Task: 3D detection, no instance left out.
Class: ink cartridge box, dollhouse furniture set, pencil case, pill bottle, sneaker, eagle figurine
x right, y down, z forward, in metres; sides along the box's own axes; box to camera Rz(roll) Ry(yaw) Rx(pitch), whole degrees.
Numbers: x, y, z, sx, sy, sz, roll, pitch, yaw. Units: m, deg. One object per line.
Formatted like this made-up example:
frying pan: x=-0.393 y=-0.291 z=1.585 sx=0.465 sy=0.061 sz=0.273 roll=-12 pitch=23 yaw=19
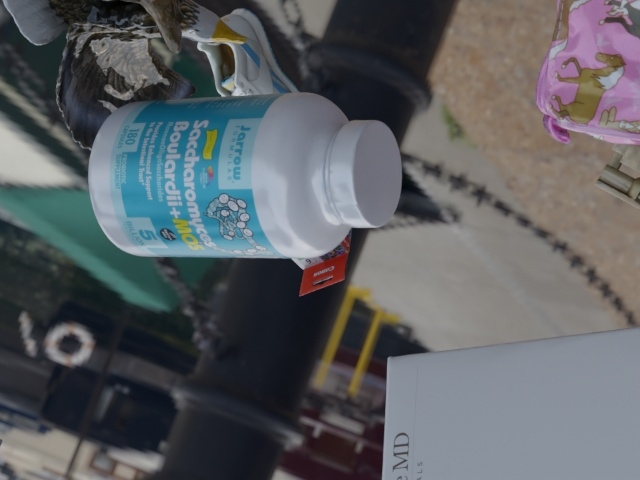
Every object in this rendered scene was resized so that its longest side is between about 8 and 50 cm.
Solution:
ink cartridge box: x=0.000 y=0.000 z=1.562 sx=0.063 sy=0.115 sz=0.029 roll=-22 pitch=131 yaw=29
dollhouse furniture set: x=0.444 y=-0.111 z=1.863 sx=0.123 sy=0.151 sz=0.144 roll=30 pitch=-159 yaw=12
pencil case: x=0.280 y=-0.268 z=1.246 sx=0.167 sy=0.386 sz=0.160 roll=14 pitch=-162 yaw=38
pill bottle: x=-0.064 y=-0.057 z=1.300 sx=0.264 sy=0.146 sz=0.146 roll=0 pitch=156 yaw=30
sneaker: x=-0.096 y=-0.217 z=2.114 sx=0.087 sy=0.092 sz=0.229 roll=-21 pitch=102 yaw=52
eagle figurine: x=-0.180 y=-0.217 z=1.383 sx=0.225 sy=0.226 sz=0.298 roll=48 pitch=164 yaw=-11

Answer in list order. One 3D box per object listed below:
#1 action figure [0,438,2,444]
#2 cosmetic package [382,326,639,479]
action figure: x=-0.454 y=0.117 z=1.419 sx=0.178 sy=0.341 sz=0.330 roll=-24 pitch=137 yaw=16
cosmetic package: x=0.238 y=0.178 z=1.092 sx=0.365 sy=0.197 sz=0.155 roll=-10 pitch=151 yaw=24
